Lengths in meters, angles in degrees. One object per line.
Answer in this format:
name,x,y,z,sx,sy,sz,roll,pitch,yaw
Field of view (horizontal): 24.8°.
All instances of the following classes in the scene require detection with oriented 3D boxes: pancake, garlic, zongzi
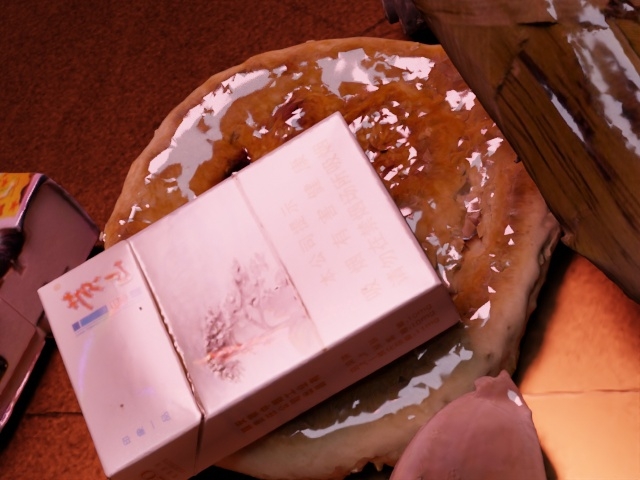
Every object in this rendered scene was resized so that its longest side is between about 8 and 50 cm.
pancake,0.001,0.001,1.002,0.356,0.065,0.356,-9,58,15
garlic,0.085,0.171,0.837,0.101,0.087,0.196,-9,49,0
zongzi,0.126,-0.133,0.865,0.160,0.360,0.323,-40,43,31

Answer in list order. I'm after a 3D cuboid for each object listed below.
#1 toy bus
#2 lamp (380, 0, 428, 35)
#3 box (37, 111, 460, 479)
toy bus,-0.262,0.083,1.040,0.112,0.090,0.274,5,59,34
lamp,0.156,-0.240,1.084,0.253,0.118,0.118,-21,51,4
box,-0.049,0.042,0.921,0.233,0.067,0.149,-31,56,3
